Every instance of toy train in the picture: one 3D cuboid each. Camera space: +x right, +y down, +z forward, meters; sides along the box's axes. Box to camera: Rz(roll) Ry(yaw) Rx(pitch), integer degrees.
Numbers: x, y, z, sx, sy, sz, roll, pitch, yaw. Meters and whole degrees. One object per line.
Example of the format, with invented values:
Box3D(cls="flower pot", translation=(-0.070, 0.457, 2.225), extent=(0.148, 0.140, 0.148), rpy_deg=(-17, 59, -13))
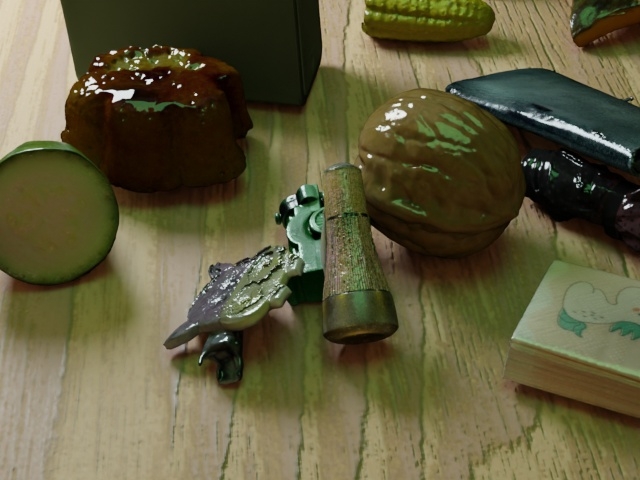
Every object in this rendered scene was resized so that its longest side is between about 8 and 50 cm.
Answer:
Box3D(cls="toy train", translation=(0.000, 0.000, 1.535), extent=(0.104, 0.071, 0.178), rpy_deg=(-12, 39, 3))

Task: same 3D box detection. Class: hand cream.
Box3D(cls="hand cream", translation=(0.033, 0.010, 1.426), extent=(0.083, 0.084, 0.203), rpy_deg=(-6, 76, -6))

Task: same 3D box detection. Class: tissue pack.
Box3D(cls="tissue pack", translation=(0.374, 0.124, 1.365), extent=(0.325, 0.071, 0.170), rpy_deg=(15, 38, 18))

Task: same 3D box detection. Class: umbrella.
Box3D(cls="umbrella", translation=(0.382, -0.032, 1.554), extent=(0.326, 0.094, 0.090), rpy_deg=(27, 1, 33))

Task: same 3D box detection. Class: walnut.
Box3D(cls="walnut", translation=(0.142, -0.077, 1.525), extent=(0.213, 0.213, 0.213), rpy_deg=(0, 38, 0))

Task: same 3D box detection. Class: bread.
Box3D(cls="bread", translation=(-0.214, -0.165, 1.693), extent=(0.246, 0.135, 0.232), rpy_deg=(2, 34, 2))

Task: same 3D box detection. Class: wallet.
Box3D(cls="wallet", translation=(0.340, -0.160, 1.674), extent=(0.190, 0.046, 0.379), rpy_deg=(-9, 24, -30))

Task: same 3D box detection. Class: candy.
Box3D(cls="candy", translation=(0.166, -0.347, 1.958), extent=(0.198, 0.094, 0.106), rpy_deg=(10, 74, 6))

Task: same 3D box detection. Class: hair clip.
Box3D(cls="hair clip", translation=(-0.091, 0.073, 1.429), extent=(0.146, 0.056, 0.187), rpy_deg=(-16, 39, 31))

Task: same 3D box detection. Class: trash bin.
Box3D(cls="trash bin", translation=(-0.179, -0.326, 1.835), extent=(0.343, 0.223, 0.158), rpy_deg=(4, 39, 12))

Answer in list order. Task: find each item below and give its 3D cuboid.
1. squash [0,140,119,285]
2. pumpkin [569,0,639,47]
Box3D(cls="squash", translation=(-0.328, -0.045, 1.531), extent=(0.170, 0.170, 0.123), rpy_deg=(-9, 27, -11))
Box3D(cls="pumpkin", translation=(0.505, -0.406, 2.026), extent=(0.258, 0.095, 0.290), rpy_deg=(3, 41, -1))
